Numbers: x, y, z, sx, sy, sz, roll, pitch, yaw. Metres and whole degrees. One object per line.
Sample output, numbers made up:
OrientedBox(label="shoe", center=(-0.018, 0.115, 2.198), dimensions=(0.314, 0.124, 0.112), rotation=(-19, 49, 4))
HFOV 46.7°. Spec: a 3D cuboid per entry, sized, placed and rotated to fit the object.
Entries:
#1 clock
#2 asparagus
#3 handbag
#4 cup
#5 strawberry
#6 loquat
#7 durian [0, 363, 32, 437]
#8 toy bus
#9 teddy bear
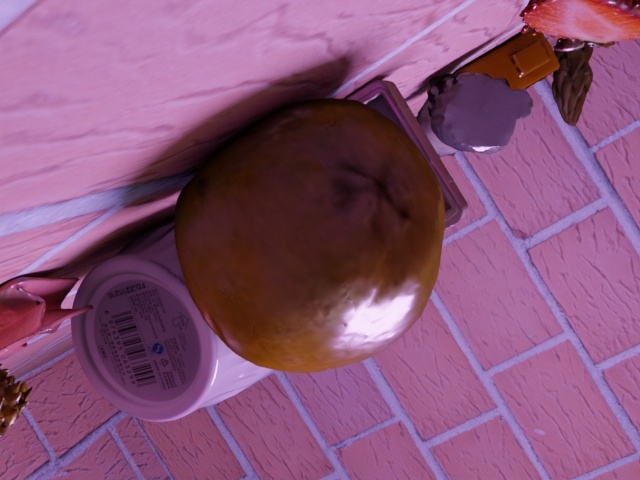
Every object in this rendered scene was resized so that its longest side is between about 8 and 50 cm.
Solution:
OrientedBox(label="clock", center=(0.069, -0.078, 0.886), dimensions=(0.147, 0.192, 0.071), rotation=(-31, 180, 18))
OrientedBox(label="asparagus", center=(0.483, -0.349, 1.418), dimensions=(0.080, 0.287, 0.080), rotation=(6, 167, 1))
OrientedBox(label="handbag", center=(-0.360, 0.110, 0.776), dimensions=(0.212, 0.059, 0.157), rotation=(-30, 180, 3))
OrientedBox(label="cup", center=(-0.133, 0.078, 1.004), dimensions=(0.253, 0.253, 0.371), rotation=(-31, 180, 25))
OrientedBox(label="strawberry", center=(0.317, -0.289, 0.834), dimensions=(0.175, 0.106, 0.236), rotation=(5, -177, 4))
OrientedBox(label="loquat", center=(0.000, 0.000, 0.725), dimensions=(0.276, 0.276, 0.284), rotation=(-32, 178, -22))
OrientedBox(label="durian", center=(-0.475, 0.224, 0.895), dimensions=(0.250, 0.138, 0.183), rotation=(-33, -175, -4))
OrientedBox(label="toy bus", center=(0.342, -0.313, 1.391), dimensions=(0.201, 0.098, 0.114), rotation=(-30, -179, -10))
OrientedBox(label="teddy bear", center=(0.210, -0.218, 1.252), dimensions=(0.171, 0.144, 0.251), rotation=(5, -178, -24))
